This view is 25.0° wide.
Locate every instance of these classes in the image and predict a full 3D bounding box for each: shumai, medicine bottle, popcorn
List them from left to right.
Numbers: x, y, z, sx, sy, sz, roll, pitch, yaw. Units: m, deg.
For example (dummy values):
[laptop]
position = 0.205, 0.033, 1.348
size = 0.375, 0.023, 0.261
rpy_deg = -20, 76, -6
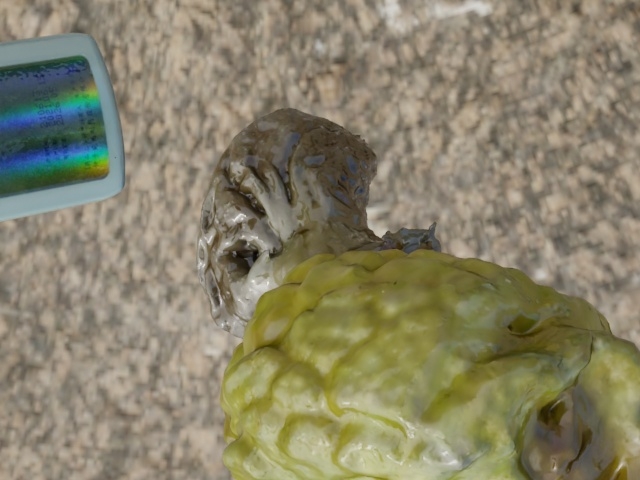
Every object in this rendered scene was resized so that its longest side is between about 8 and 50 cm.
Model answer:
[medicine bottle]
position = -0.253, -0.067, 0.981
size = 0.229, 0.083, 0.121
rpy_deg = -13, 96, -29
[shumai]
position = 0.000, 0.000, 1.184
size = 0.166, 0.175, 0.205
rpy_deg = 5, 98, -30
[popcorn]
position = 0.083, 0.103, 0.834
size = 0.286, 0.173, 0.225
rpy_deg = 19, 158, 3
